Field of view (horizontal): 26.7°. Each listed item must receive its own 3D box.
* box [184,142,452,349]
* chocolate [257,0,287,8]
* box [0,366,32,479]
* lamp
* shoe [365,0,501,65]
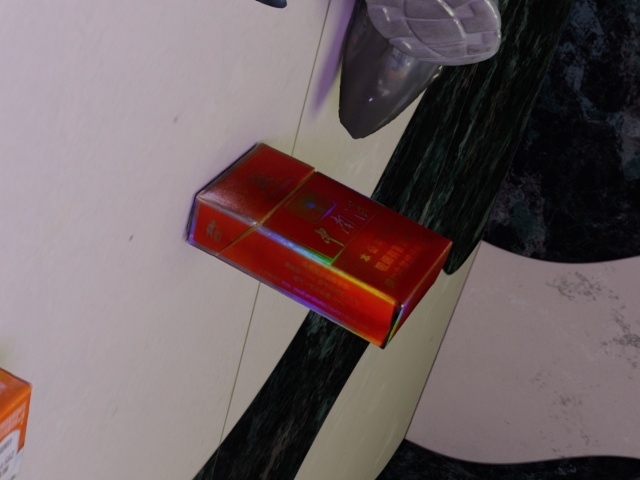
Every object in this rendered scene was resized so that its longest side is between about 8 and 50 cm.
[{"bbox_3d":[0.000,-0.001,1.019,0.112,0.175,0.048,-48,162,-54],"label":"box"},{"bbox_3d":[-0.011,-0.264,0.629,0.291,0.110,0.110,-66,168,1],"label":"chocolate"},{"bbox_3d":[-0.263,0.231,0.708,0.273,0.048,0.265,-48,160,-53],"label":"box"},{"bbox_3d":[0.079,-0.195,1.127,0.250,0.101,0.101,-61,170,26],"label":"lamp"},{"bbox_3d":[0.083,-0.241,1.017,0.227,0.099,0.125,68,27,-44],"label":"shoe"}]
